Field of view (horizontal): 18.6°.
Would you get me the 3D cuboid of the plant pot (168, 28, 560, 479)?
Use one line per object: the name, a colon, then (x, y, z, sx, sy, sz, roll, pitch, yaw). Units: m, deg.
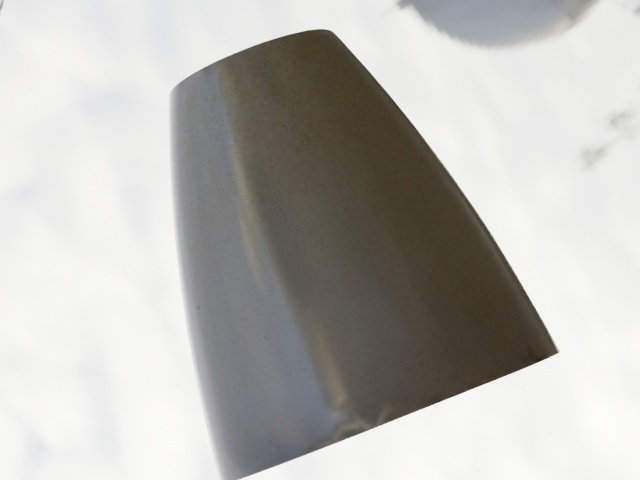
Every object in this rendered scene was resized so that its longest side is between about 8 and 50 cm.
plant pot: (0.000, 0.000, 1.384, 0.256, 0.256, 0.274, -8, -104, -68)

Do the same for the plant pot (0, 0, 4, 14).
plant pot: (-0.236, -0.163, 1.010, 0.237, 0.110, 0.237, 55, -166, -22)
